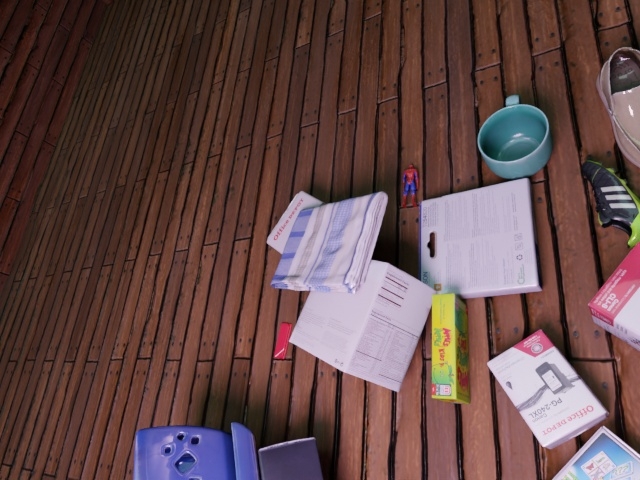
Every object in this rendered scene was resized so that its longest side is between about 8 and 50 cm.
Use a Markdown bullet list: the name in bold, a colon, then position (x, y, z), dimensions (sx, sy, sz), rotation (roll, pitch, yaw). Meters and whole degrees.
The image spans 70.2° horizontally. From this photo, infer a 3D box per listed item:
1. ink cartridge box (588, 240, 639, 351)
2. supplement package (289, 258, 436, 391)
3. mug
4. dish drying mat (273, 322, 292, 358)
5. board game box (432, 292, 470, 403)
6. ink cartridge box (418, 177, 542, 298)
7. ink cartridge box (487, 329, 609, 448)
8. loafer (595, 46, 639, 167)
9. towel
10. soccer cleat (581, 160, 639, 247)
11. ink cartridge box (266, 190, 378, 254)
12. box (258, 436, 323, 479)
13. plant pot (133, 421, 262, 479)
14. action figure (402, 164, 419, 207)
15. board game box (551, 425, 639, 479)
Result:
- **ink cartridge box**: position (0.514, 0.111, 0.658), dimensions (0.127, 0.128, 0.176), rotation (-52, 50, 2)
- **supplement package**: position (0.080, 0.150, 0.890), dimensions (0.194, 0.149, 0.203), rotation (10, 74, 56)
- **mug**: position (0.397, -0.198, 0.904), dimensions (0.129, 0.097, 0.157), rotation (34, 89, 40)
- **dish drying mat**: position (-0.090, 0.238, 1.083), dimensions (0.032, 0.008, 0.083), rotation (-2, 68, 34)
- **board game box**: position (0.237, 0.197, 0.827), dimensions (0.043, 0.092, 0.181), rotation (-8, 64, 30)
- **ink cartridge box**: position (0.307, 0.003, 0.901), dimensions (0.224, 0.045, 0.223), rotation (-10, 63, 34)
- **ink cartridge box**: position (0.365, 0.240, 0.738), dimensions (0.109, 0.063, 0.150), rotation (-38, 52, 13)
- **loafer**: position (0.568, -0.237, 0.810), dimensions (0.102, 0.092, 0.268), rotation (-25, 57, 23)
- **towel**: position (0.008, 0.007, 0.929), dimensions (0.285, 0.034, 0.209), rotation (-6, 59, 53)
- **soccer cleat**: position (0.507, -0.068, 0.794), dimensions (0.072, 0.060, 0.178), rotation (-36, 56, 17)
- **ink cartridge box**: position (0.000, 0.000, 1.081), dimensions (0.219, 0.093, 0.160), rotation (34, 89, 40)
- **box**: position (-0.043, 0.484, 0.822), dimensions (0.108, 0.153, 0.207), rotation (-9, 58, -9)
- **plant pot**: position (-0.213, 0.484, 0.858), dimensions (0.212, 0.236, 0.235), rotation (-8, 53, -8)
- **action figure**: position (0.206, -0.127, 1.045), dimensions (0.038, 0.030, 0.115), rotation (-6, 60, 26)
- **board game box**: position (0.383, 0.445, 0.636), dimensions (0.305, 0.053, 0.193), rotation (-50, 51, 4)
